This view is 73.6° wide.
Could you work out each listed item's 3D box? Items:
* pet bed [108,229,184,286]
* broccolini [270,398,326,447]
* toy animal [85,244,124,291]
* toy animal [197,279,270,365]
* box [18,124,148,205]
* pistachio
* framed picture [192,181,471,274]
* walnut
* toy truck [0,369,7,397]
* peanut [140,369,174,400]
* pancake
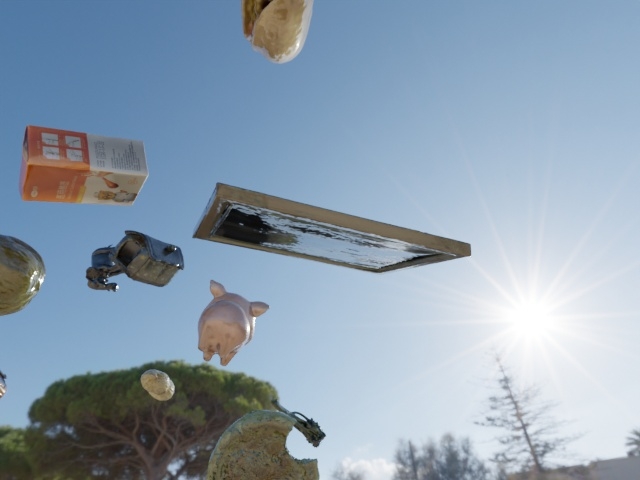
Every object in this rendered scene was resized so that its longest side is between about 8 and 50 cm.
[{"bbox_3d":[-0.615,0.056,1.550,0.159,0.183,0.211,-52,-26,-2],"label":"pet bed"},{"bbox_3d":[-0.055,0.479,1.150,0.074,0.058,0.201,3,-46,56],"label":"broccolini"},{"bbox_3d":[-0.862,0.119,1.737,0.146,0.245,0.115,-12,-51,-11],"label":"toy animal"},{"bbox_3d":[-0.324,0.286,1.469,0.237,0.269,0.326,24,-28,-5],"label":"toy animal"},{"bbox_3d":[-0.767,-0.229,1.385,0.341,0.144,0.225,-1,-24,-39],"label":"box"},{"bbox_3d":[-0.105,-0.565,1.069,0.187,0.188,0.299,4,-4,-10],"label":"pistachio"},{"bbox_3d":[0.000,0.000,0.806,0.445,0.028,0.326,12,-14,-19],"label":"framed picture"},{"bbox_3d":[-0.987,0.097,1.282,0.282,0.283,0.227,18,-43,-24],"label":"walnut"},{"bbox_3d":[-0.719,0.267,0.874,0.092,0.192,0.083,-33,-43,-33],"label":"toy truck"},{"bbox_3d":[-0.543,0.482,1.429,0.082,0.082,0.187,-1,-34,-4],"label":"peanut"},{"bbox_3d":[-0.127,0.501,0.917,0.253,0.254,0.037,-4,-12,-1],"label":"pancake"}]
